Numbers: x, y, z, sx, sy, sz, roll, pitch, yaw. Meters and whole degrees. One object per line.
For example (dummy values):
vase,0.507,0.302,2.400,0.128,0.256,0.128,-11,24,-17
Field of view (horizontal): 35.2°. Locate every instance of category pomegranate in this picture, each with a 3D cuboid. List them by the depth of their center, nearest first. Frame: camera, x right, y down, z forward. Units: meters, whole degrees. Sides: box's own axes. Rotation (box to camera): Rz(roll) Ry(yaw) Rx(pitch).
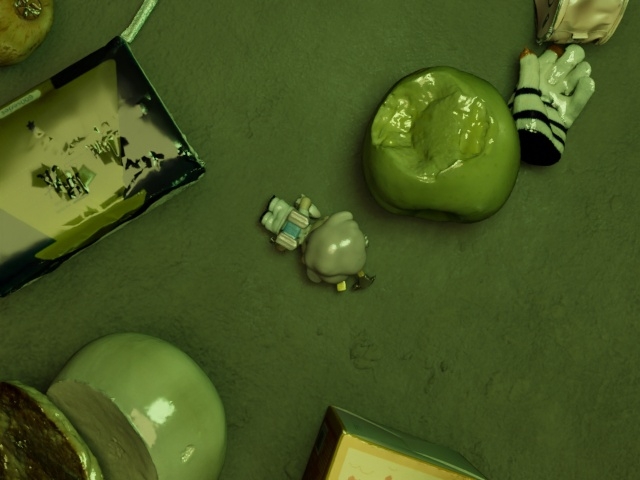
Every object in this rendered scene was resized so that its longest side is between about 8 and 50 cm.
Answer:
pomegranate,-0.548,-0.395,1.675,0.215,0.215,0.215,0,88,-4

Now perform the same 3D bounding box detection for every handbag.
handbag,0.453,-0.435,1.764,0.116,0.179,0.205,10,54,-6

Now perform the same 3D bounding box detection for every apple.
apple,0.208,-0.152,1.708,0.279,0.279,0.279,0,88,-4

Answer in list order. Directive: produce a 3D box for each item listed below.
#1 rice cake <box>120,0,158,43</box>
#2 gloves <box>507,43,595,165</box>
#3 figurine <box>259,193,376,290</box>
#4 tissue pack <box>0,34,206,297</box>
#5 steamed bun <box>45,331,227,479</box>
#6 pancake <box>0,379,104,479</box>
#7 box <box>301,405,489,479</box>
rice cake,-0.314,-0.403,1.790,0.022,0.021,0.121,33,86,-13
gloves,0.400,-0.250,1.797,0.140,0.131,0.218,18,57,-1
figurine,0.000,0.000,1.762,0.229,0.112,0.137,31,92,7
tissue pack,-0.420,-0.115,1.661,0.416,0.253,0.264,-31,91,-6
steamed bun,-0.289,0.297,1.640,0.206,0.324,0.324,-31,91,-47
pancake,-0.464,0.385,1.645,0.356,0.065,0.356,15,118,30
box,0.107,0.428,1.665,0.259,0.283,0.214,22,88,-3
